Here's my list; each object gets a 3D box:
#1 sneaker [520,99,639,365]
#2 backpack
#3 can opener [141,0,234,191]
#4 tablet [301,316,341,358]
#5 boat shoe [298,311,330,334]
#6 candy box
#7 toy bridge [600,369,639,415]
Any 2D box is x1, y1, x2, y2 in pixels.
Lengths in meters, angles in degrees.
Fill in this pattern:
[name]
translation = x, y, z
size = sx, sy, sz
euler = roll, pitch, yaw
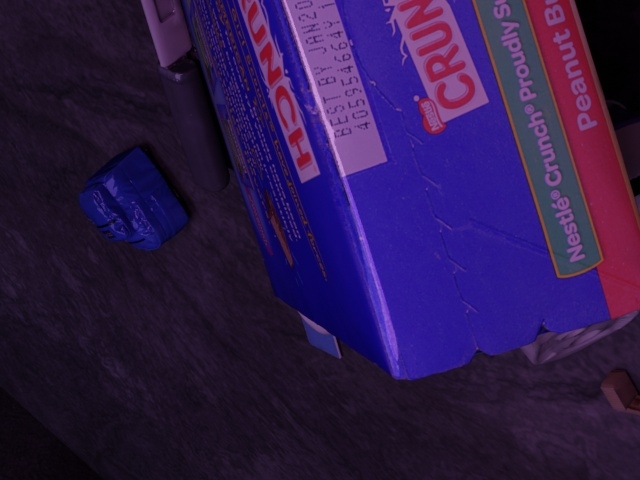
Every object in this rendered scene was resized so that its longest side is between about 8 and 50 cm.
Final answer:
[sneaker]
translation = 0.129, -0.063, 0.668
size = 0.323, 0.130, 0.236
euler = 69, 177, -69
[backpack]
translation = -0.234, -0.041, 1.286
size = 0.120, 0.101, 0.098
euler = 52, 157, -18
[can opener]
translation = -0.105, -0.158, 0.994
size = 0.095, 0.076, 0.283
euler = 27, 147, 32
[tablet]
translation = -0.002, 0.109, 1.267
size = 0.054, 0.006, 0.083
euler = 23, 143, 36
[boat shoe]
translation = 0.000, 0.000, 1.022
size = 0.063, 0.066, 0.184
euler = -26, 70, 52
[candy box]
translation = 0.012, -0.093, 0.519
size = 0.317, 0.122, 0.268
euler = -158, 51, -80
[toy bridge]
translation = 0.325, 0.144, 0.866
size = 0.188, 0.026, 0.063
euler = -4, 125, 55
